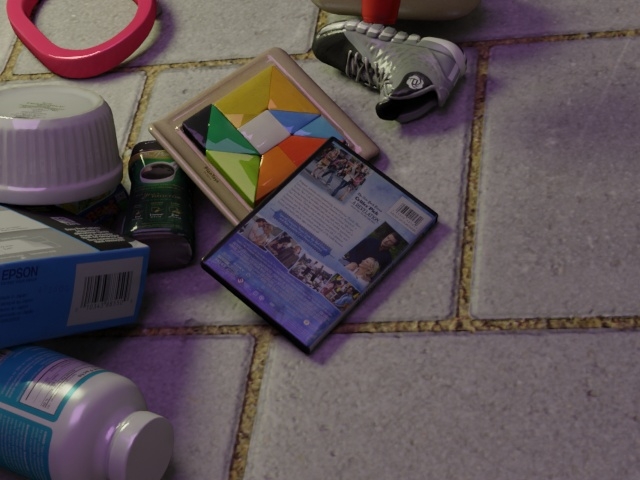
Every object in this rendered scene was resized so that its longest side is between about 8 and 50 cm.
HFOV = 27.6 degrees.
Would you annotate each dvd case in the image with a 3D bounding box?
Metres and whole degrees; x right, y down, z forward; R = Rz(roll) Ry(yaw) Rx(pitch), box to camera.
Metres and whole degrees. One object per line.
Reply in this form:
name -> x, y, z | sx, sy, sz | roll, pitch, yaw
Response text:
dvd case -> 0.000, 0.000, 1.626 | 0.180, 0.022, 0.253 | 38, 67, 18

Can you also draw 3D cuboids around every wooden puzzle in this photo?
wooden puzzle -> -0.074, -0.139, 1.730 | 0.239, 0.044, 0.221 | -34, 69, -23

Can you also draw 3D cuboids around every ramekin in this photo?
ramekin -> -0.364, -0.131, 1.709 | 0.207, 0.109, 0.207 | 2, 22, -1

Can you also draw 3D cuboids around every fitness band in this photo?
fitness band -> -0.375, -0.360, 2.060 | 0.209, 0.054, 0.291 | -36, 49, -13

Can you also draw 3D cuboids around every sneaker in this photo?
sneaker -> 0.077, -0.228, 1.796 | 0.229, 0.086, 0.132 | 10, 56, 22

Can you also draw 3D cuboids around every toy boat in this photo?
toy boat -> 0.099, -0.378, 1.794 | 0.268, 0.148, 0.318 | 5, 12, 6

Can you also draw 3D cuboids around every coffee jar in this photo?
coffee jar -> -0.210, -0.053, 1.724 | 0.096, 0.079, 0.184 | -3, 49, 2

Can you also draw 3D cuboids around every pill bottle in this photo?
pill bottle -> -0.299, 0.205, 1.482 | 0.264, 0.146, 0.146 | 16, 56, 27

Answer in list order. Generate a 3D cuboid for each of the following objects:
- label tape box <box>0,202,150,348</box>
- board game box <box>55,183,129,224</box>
label tape box -> -0.424, 0.013, 1.615 | 0.348, 0.115, 0.249 | 23, 18, 32
board game box -> -0.366, -0.083, 1.823 | 0.136, 0.035, 0.201 | -32, 50, -12
